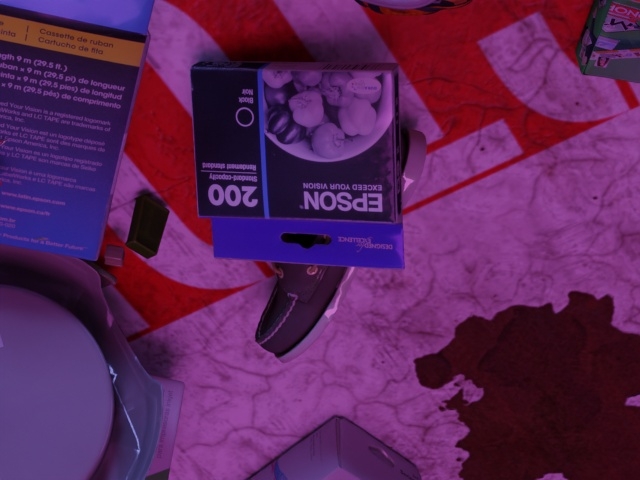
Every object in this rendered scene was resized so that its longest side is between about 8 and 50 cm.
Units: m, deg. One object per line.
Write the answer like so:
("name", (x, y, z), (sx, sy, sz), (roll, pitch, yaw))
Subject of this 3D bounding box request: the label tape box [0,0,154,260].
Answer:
("label tape box", (-0.298, -0.160, 1.404), (0.249, 0.115, 0.348), (10, 127, -11))

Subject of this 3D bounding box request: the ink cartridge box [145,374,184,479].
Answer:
("ink cartridge box", (-0.316, 0.236, 1.655), (0.289, 0.211, 0.121), (13, 163, -14))

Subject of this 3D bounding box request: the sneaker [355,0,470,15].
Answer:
("sneaker", (-0.008, -0.265, 1.322), (0.321, 0.180, 0.125), (26, 96, 15))

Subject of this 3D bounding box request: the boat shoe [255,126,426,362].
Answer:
("boat shoe", (0.000, -0.003, 1.558), (0.091, 0.109, 0.305), (21, 120, -19))

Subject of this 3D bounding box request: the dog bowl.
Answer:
("dog bowl", (-0.341, 0.172, 1.542), (0.348, 0.349, 0.102), (13, 161, -14))

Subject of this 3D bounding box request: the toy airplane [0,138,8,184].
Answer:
("toy airplane", (-0.359, -0.065, 1.388), (0.151, 0.028, 0.151), (0, 128, -1))

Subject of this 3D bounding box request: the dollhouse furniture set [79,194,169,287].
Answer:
("dollhouse furniture set", (-0.231, 0.002, 1.599), (0.151, 0.059, 0.076), (-22, 137, 41))

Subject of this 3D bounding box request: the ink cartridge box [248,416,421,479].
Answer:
("ink cartridge box", (0.002, 0.332, 1.847), (0.154, 0.093, 0.212), (37, 117, -28))

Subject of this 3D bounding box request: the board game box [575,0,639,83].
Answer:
("board game box", (0.427, -0.231, 1.427), (0.317, 0.046, 0.214), (8, 130, -10))

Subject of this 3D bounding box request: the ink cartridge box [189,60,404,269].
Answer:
("ink cartridge box", (-0.022, -0.069, 1.454), (0.206, 0.045, 0.208), (2, 109, 17))
